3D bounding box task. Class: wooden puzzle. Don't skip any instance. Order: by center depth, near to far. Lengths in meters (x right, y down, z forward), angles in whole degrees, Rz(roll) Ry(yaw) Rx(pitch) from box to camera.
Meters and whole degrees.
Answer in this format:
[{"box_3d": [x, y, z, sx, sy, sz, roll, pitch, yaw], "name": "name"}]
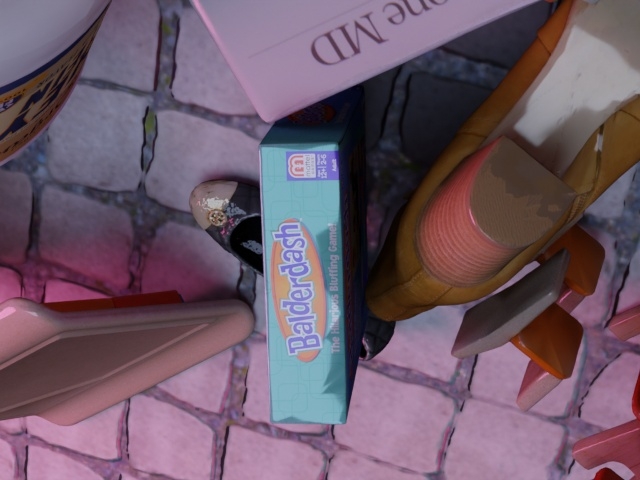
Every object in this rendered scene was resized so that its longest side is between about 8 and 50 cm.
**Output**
[{"box_3d": [-0.196, 0.084, 1.081, 0.221, 0.238, 0.044, -28, 72, 29], "name": "wooden puzzle"}]

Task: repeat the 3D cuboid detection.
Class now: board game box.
[{"box_3d": [0.000, 0.000, 0.928, 0.047, 0.210, 0.160, 0, 103, 5], "name": "board game box"}]

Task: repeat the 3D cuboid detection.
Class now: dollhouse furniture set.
[{"box_3d": [0.217, 0.112, 0.916, 0.262, 0.259, 0.135, 39, 134, -11], "name": "dollhouse furniture set"}]

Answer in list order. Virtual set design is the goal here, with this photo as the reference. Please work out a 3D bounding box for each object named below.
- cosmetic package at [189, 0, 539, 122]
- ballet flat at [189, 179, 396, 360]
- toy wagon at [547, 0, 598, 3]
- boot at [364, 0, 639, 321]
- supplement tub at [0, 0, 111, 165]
[{"box_3d": [-0.033, -0.318, 0.805, 0.230, 0.161, 0.453, -22, 111, 28], "name": "cosmetic package"}, {"box_3d": [-0.018, 0.017, 1.062, 0.173, 0.049, 0.057, 36, 125, -5], "name": "ballet flat"}, {"box_3d": [-0.002, -0.236, 0.587, 0.344, 0.267, 0.068, 40, 120, -8], "name": "toy wagon"}, {"box_3d": [0.141, -0.076, 0.912, 0.104, 0.295, 0.211, 45, 162, -3], "name": "boot"}, {"box_3d": [-0.220, -0.149, 0.792, 0.228, 0.228, 0.316, 39, 164, -6], "name": "supplement tub"}]
